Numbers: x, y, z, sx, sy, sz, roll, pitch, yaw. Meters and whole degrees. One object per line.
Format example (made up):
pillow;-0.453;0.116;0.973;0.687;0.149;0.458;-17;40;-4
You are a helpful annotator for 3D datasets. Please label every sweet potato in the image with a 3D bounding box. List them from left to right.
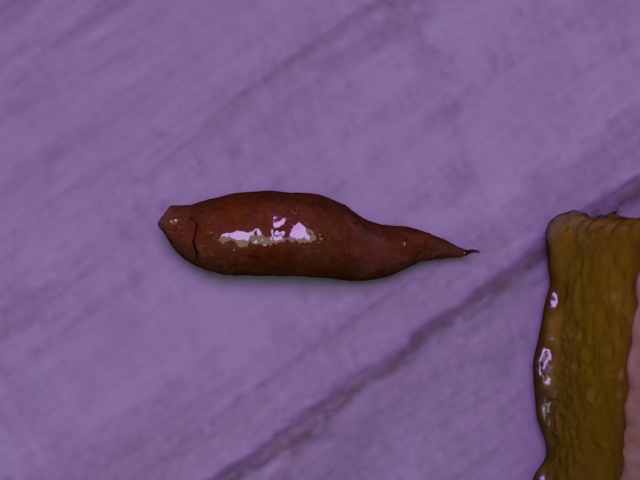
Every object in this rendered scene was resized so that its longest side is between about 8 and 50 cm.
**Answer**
sweet potato;0.000;0.000;1.050;0.194;0.056;0.056;7;89;-11

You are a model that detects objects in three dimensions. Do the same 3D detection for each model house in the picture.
model house;0.230;0.074;0.988;0.174;0.234;0.193;5;87;-8
